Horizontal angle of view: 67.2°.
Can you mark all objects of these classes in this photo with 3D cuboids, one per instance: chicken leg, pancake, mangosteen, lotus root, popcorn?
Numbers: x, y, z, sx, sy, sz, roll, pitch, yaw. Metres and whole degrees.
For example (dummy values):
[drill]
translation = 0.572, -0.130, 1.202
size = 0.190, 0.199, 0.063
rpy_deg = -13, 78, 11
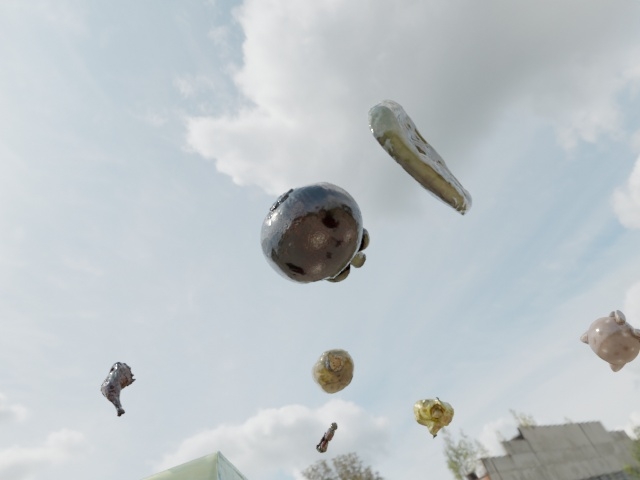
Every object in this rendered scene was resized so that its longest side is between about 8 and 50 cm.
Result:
[chicken leg]
translation = -0.607, 0.437, 1.437
size = 0.093, 0.205, 0.053
rpy_deg = 17, -61, -15
[pancake]
translation = 0.188, -0.158, 0.898
size = 0.049, 0.295, 0.294
rpy_deg = -40, -43, 24
[mangosteen]
translation = -0.016, -0.007, 1.295
size = 0.296, 0.297, 0.294
rpy_deg = -23, -79, 0
[lotus root]
translation = 0.045, 0.459, 1.694
size = 0.154, 0.140, 0.257
rpy_deg = -44, -10, -21
[popcorn]
translation = 0.232, 0.364, 0.984
size = 0.084, 0.084, 0.084
rpy_deg = -13, -41, -12

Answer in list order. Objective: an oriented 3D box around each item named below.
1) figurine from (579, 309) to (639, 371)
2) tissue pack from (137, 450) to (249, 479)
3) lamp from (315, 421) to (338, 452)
[figurine]
translation = 0.755, 0.255, 1.240
size = 0.125, 0.125, 0.138
rpy_deg = 0, -48, -25
[tissue pack]
translation = -0.394, 0.753, 1.277
size = 0.404, 0.205, 0.332
rpy_deg = -18, -44, -1
[lamp]
translation = 0.020, 0.531, 1.305
size = 0.083, 0.031, 0.063
rpy_deg = -56, -8, -7
